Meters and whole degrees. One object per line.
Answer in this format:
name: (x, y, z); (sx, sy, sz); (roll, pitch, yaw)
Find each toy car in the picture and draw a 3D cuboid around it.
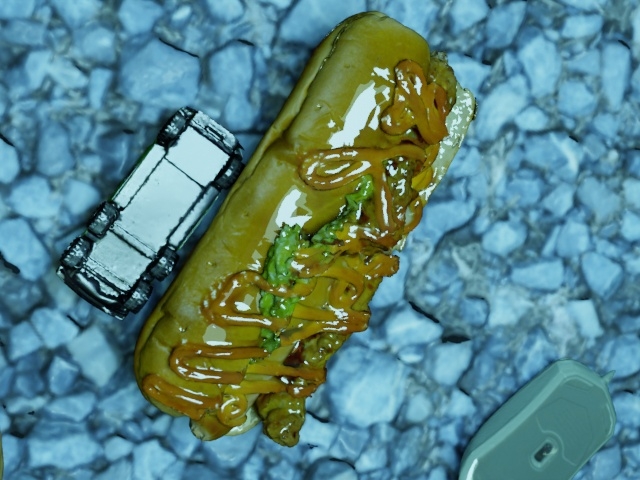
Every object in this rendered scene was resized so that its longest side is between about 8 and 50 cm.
toy car: (-0.127, -0.023, 0.944); (0.071, 0.062, 0.165); (37, 87, -17)

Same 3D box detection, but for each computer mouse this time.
computer mouse: (0.180, 0.169, 1.054); (0.181, 0.056, 0.089); (-43, 107, -14)

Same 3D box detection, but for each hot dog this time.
hot dog: (0.000, 0.000, 0.931); (0.349, 0.117, 0.158); (-57, 140, -2)

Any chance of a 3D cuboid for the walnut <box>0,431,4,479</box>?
walnut: (-0.321, 0.133, 0.859); (0.193, 0.193, 0.226); (-28, 108, -9)
